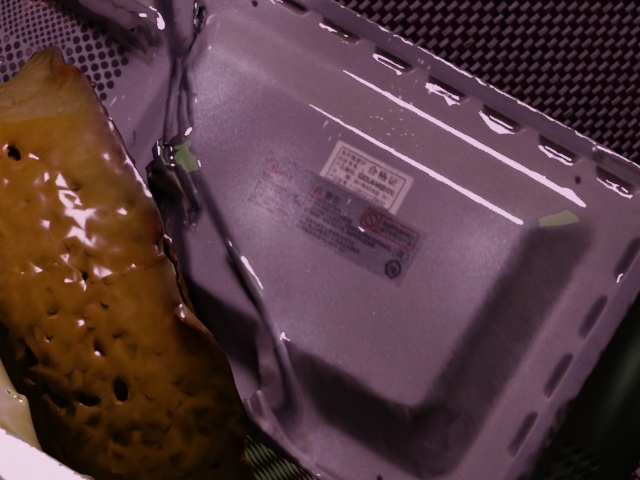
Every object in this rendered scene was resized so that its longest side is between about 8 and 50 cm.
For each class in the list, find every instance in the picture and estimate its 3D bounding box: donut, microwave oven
[{"bbox_3d":[-0.121,0.051,0.921,0.272,0.107,0.272,57,-19,31],"label":"donut"},{"bbox_3d":[0.000,0.000,1.213,0.432,0.236,0.374,30,-3,20],"label":"microwave oven"}]

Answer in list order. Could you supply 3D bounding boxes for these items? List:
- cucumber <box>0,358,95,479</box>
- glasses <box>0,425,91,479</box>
[{"bbox_3d":[-0.201,0.030,0.779,0.145,0.105,0.325,13,27,-34],"label":"cucumber"},{"bbox_3d":[-0.151,0.065,0.516,0.239,0.102,0.207,30,-22,-14],"label":"glasses"}]
